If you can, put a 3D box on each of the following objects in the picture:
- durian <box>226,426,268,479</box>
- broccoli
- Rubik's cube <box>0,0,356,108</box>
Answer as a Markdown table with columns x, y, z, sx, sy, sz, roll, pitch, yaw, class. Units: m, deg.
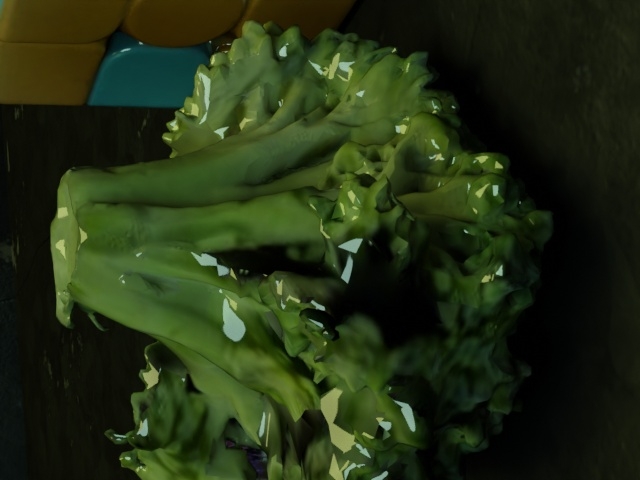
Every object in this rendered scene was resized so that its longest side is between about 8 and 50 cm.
| x | y | z | sx | sy | sz | roll | pitch | yaw | class |
| --- | --- | --- | --- | --- | --- | --- | --- | --- | --- |
| -0.066 | 0.153 | 1.000 | 0.186 | 0.154 | 0.260 | -103 | 8 | -77 | durian |
| -0.022 | 0.012 | 0.697 | 0.293 | 0.281 | 0.348 | -23 | 68 | 61 | broccoli |
| -0.134 | -0.299 | 0.899 | 0.291 | 0.291 | 0.290 | -48 | 50 | 55 | Rubik's cube |
